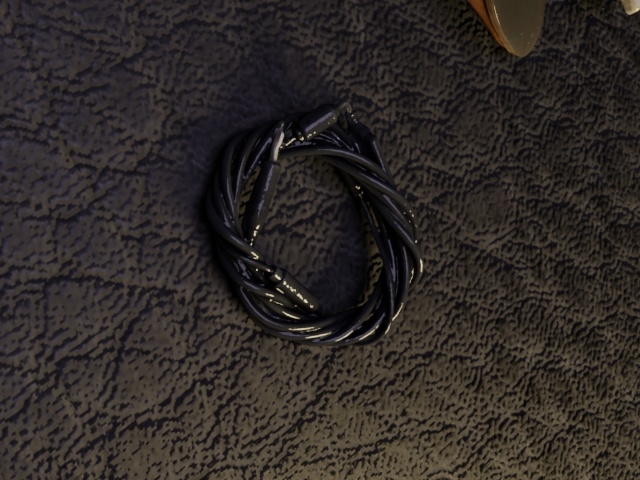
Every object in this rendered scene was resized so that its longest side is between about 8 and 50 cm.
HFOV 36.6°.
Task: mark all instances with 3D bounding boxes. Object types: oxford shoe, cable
[{"bbox_3d":[0.117,-0.229,0.751,0.076,0.076,0.212,-57,134,-20],"label":"oxford shoe"},{"bbox_3d":[0.000,0.000,0.695,0.150,0.047,0.184,-28,107,-28],"label":"cable"}]

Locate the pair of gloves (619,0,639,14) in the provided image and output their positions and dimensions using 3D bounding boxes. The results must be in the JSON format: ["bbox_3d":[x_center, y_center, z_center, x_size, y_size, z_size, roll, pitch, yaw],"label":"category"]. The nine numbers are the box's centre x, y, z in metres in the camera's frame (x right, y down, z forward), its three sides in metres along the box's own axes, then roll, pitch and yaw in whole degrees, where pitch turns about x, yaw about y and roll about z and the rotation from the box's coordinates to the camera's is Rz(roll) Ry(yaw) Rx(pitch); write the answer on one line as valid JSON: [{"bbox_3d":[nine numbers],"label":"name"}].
[{"bbox_3d":[0.277,-0.334,0.857,0.240,0.042,0.204,-46,109,-29],"label":"pair of gloves"}]
